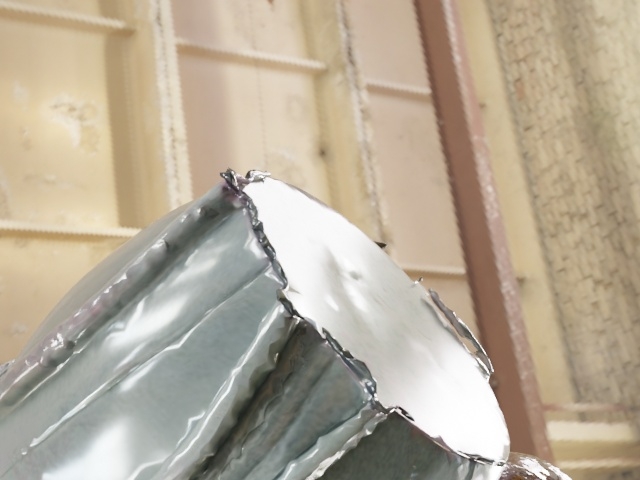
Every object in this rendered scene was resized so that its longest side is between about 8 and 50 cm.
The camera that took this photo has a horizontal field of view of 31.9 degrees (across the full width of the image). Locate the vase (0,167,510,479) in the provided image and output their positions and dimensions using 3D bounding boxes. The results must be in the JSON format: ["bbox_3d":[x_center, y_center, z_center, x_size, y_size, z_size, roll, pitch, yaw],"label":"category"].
[{"bbox_3d":[-0.118,0.175,0.606,0.250,0.445,0.250,41,-162,-17],"label":"vase"}]

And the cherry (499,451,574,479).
[{"bbox_3d":[0.201,0.340,1.198,0.300,0.203,0.230,51,-126,-51],"label":"cherry"}]

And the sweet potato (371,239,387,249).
[{"bbox_3d":[-0.002,0.001,1.210,0.153,0.041,0.038,10,-103,-29],"label":"sweet potato"}]
